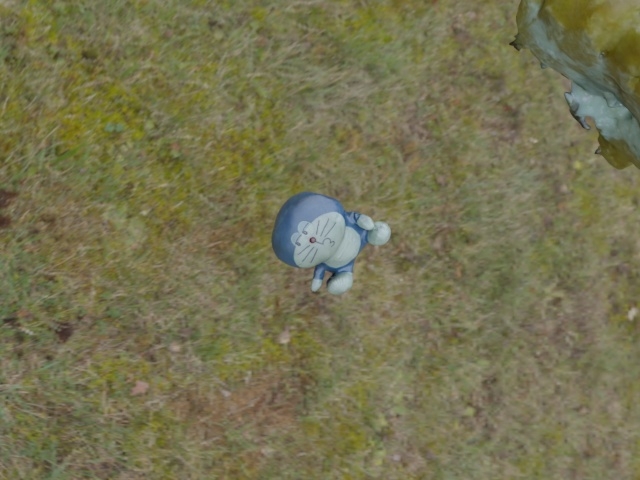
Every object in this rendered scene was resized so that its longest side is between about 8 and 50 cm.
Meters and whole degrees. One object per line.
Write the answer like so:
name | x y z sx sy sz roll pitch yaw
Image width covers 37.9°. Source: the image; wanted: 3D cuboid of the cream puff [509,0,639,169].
cream puff | 0.386 -0.219 0.958 0.270 0.274 0.323 -48 118 -2

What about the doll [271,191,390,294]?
doll | 0.000 0.000 0.715 0.083 0.050 0.076 25 103 -36
